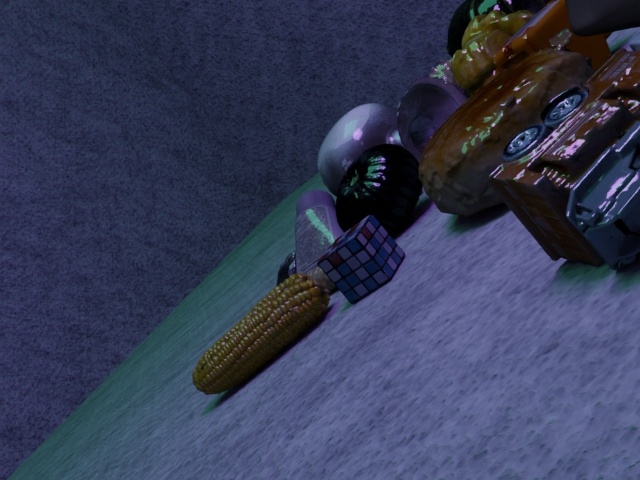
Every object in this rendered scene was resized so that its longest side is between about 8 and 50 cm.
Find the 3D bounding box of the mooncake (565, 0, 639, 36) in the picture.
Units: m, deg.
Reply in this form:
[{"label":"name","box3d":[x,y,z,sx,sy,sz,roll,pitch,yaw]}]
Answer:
[{"label":"mooncake","box3d":[0.495,-0.389,1.283,0.274,0.135,0.275,-14,1,0]}]

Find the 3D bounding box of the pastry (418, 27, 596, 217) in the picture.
[{"label":"pastry","box3d":[0.280,-0.163,1.340,0.329,0.136,0.330,-39,9,7]}]

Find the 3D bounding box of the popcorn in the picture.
[{"label":"popcorn","box3d":[0.381,-0.375,1.824,0.226,0.200,0.203,-46,15,-2]}]

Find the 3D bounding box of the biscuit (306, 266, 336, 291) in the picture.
[{"label":"biscuit","box3d":[0.025,0.060,1.637,0.219,0.055,0.061,-32,6,45]}]

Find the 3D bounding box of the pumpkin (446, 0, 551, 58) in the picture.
[{"label":"pumpkin","box3d":[0.456,-0.516,2.105,0.323,0.241,0.323,-34,6,4]}]

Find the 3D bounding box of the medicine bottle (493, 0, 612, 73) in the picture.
[{"label":"medicine bottle","box3d":[0.433,-0.347,1.586,0.222,0.149,0.112,-44,8,-29]}]

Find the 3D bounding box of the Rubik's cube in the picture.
[{"label":"Rubik's cube","box3d":[0.068,0.030,1.446,0.092,0.092,0.092,-35,10,33]}]

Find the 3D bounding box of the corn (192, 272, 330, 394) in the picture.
[{"label":"corn","box3d":[-0.109,0.166,1.538,0.291,0.101,0.101,-39,7,10]}]

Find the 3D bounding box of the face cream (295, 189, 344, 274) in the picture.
[{"label":"face cream","box3d":[0.000,0.000,1.880,0.154,0.096,0.274,-34,32,20]}]

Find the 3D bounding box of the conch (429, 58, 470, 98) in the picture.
[{"label":"conch","box3d":[0.324,-0.322,2.018,0.178,0.163,0.245,-54,-16,20]}]

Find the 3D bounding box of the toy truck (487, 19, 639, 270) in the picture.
[{"label":"toy truck","box3d":[0.342,-0.123,0.842,0.338,0.133,0.184,-44,18,-3]}]

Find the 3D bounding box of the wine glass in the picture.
[{"label":"wine glass","box3d":[0.149,-0.200,1.900,0.238,0.238,0.323,-45,17,-32]}]

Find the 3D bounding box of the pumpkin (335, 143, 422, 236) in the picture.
[{"label":"pumpkin","box3d":[0.115,-0.089,1.696,0.202,0.140,0.202,-49,25,33]}]

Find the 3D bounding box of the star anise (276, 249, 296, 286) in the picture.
[{"label":"star anise","box3d":[-0.024,0.031,2.031,0.204,0.061,0.181,-35,9,39]}]
